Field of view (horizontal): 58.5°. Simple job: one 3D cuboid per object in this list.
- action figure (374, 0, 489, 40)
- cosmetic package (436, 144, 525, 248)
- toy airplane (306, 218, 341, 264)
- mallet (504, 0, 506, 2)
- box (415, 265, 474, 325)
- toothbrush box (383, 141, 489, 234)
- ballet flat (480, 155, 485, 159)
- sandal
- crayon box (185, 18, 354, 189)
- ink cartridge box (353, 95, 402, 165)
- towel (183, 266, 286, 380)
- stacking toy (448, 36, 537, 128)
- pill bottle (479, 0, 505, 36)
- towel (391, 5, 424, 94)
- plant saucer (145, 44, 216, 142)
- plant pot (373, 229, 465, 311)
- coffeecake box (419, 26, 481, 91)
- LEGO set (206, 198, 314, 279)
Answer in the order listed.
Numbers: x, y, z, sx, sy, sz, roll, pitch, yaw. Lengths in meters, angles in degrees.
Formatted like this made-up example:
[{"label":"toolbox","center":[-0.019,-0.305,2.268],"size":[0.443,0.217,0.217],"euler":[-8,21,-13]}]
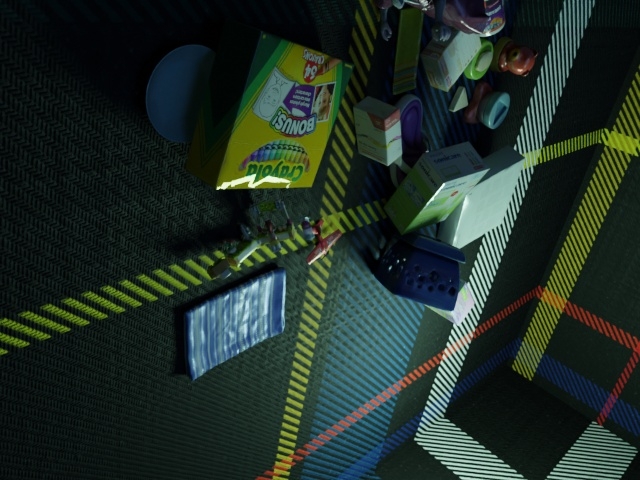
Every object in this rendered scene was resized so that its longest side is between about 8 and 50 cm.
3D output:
[{"label":"action figure","center":[0.267,-0.608,1.362],"size":[0.370,0.248,0.276],"euler":[-5,112,-46]},{"label":"cosmetic package","center":[0.601,-0.149,2.179],"size":[0.284,0.097,0.377],"euler":[-30,147,-21]},{"label":"toy airplane","center":[0.000,0.000,1.698],"size":[0.151,0.028,0.151],"euler":[-32,137,-35]},{"label":"mallet","center":[0.596,-0.799,1.809],"size":[0.062,0.039,0.190],"euler":[17,107,-56]},{"label":"box","center":[0.450,0.189,2.216],"size":[0.117,0.243,0.213],"euler":[-51,145,-9]},{"label":"toothbrush box","center":[0.360,-0.162,1.806],"size":[0.206,0.122,0.283],"euler":[-18,155,-32]},{"label":"ballet flat","center":[0.607,-0.281,2.204],"size":[0.240,0.091,0.077],"euler":[5,143,-48]},{"label":"sandal","center":[0.294,-0.268,1.785],"size":[0.169,0.102,0.416],"euler":[-46,146,-13]},{"label":"crayon box","center":[-0.099,-0.275,1.251],"size":[0.363,0.106,0.313],"euler":[-10,123,-58]},{"label":"ink cartridge box","center":[0.162,-0.288,1.595],"size":[0.067,0.115,0.198],"euler":[-41,142,-25]},{"label":"towel","center":[-0.227,0.226,1.586],"size":[0.336,0.040,0.243],"euler":[-24,133,-39]},{"label":"stacking toy","center":[0.587,-0.526,1.924],"size":[0.279,0.130,0.309],"euler":[-9,123,-48]},{"label":"pill bottle","center":[0.477,-0.704,1.666],"size":[0.108,0.108,0.193],"euler":[-49,145,-12]},{"label":"towel","center":[0.245,-0.529,1.593],"size":[0.102,0.021,0.237],"euler":[-30,137,-35]},{"label":"plant saucer","center":[-0.267,-0.292,1.130],"size":[0.195,0.037,0.195],"euler":[-32,138,-34]},{"label":"plant pot","center":[0.348,0.090,1.965],"size":[0.235,0.236,0.212],"euler":[18,96,-14]},{"label":"coffeecake box","center":[0.391,-0.565,1.703],"size":[0.185,0.068,0.142],"euler":[-53,146,-7]},{"label":"LEGO set","center":[-0.164,-0.017,1.420],"size":[0.286,0.132,0.107],"euler":[-23,119,-9]}]
